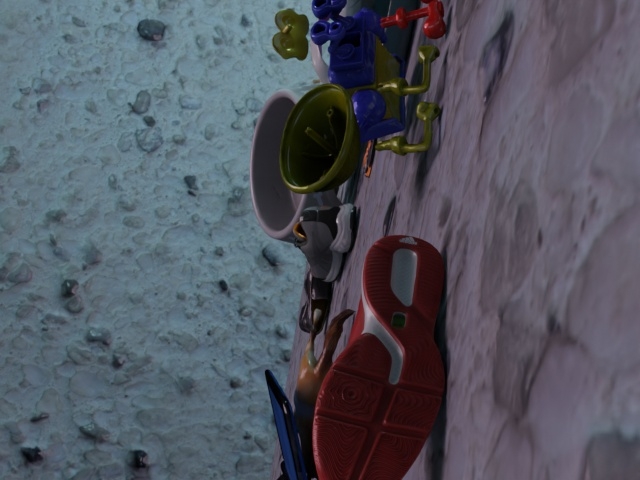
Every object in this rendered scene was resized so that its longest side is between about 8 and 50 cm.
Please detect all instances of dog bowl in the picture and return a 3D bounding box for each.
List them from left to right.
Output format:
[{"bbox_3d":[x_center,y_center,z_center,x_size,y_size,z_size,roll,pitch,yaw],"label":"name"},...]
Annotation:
[{"bbox_3d":[-0.046,-0.155,1.657,0.349,0.102,0.348,-3,87,62],"label":"dog bowl"}]

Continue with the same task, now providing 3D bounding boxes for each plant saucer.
[{"bbox_3d":[0.103,-0.312,1.227,0.317,0.044,0.317,-169,90,-86],"label":"plant saucer"}]

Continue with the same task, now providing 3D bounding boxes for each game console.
[{"bbox_3d":[-0.097,0.348,1.153,0.250,0.173,0.293,-44,5,-7],"label":"game console"}]

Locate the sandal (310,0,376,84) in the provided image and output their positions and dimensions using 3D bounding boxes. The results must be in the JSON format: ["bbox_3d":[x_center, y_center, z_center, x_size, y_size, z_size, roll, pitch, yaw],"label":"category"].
[{"bbox_3d":[0.028,-0.341,1.396,0.169,0.102,0.416,-40,-39,-65],"label":"sandal"}]

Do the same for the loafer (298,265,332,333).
[{"bbox_3d":[0.001,0.114,1.668,0.061,0.062,0.170,-162,78,-65],"label":"loafer"}]

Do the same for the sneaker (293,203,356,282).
[{"bbox_3d":[0.000,0.000,1.500,0.271,0.108,0.100,104,173,-67],"label":"sneaker"}]

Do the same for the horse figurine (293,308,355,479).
[{"bbox_3d":[-0.005,0.223,1.233,0.174,0.066,0.263,-81,2,-52],"label":"horse figurine"}]

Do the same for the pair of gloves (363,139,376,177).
[{"bbox_3d":[0.082,-0.147,1.355,0.083,0.010,0.074,-97,18,-77],"label":"pair of gloves"}]

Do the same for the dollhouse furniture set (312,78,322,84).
[{"bbox_3d":[0.052,-0.242,1.698,0.161,0.101,0.182,22,106,62],"label":"dollhouse furniture set"}]

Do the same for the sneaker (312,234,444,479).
[{"bbox_3d":[0.050,0.115,0.623,0.128,0.087,0.221,91,-162,-52],"label":"sneaker"}]

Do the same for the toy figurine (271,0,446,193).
[{"bbox_3d":[0.075,-0.179,0.932,0.217,0.191,0.362,47,-142,-55],"label":"toy figurine"}]
